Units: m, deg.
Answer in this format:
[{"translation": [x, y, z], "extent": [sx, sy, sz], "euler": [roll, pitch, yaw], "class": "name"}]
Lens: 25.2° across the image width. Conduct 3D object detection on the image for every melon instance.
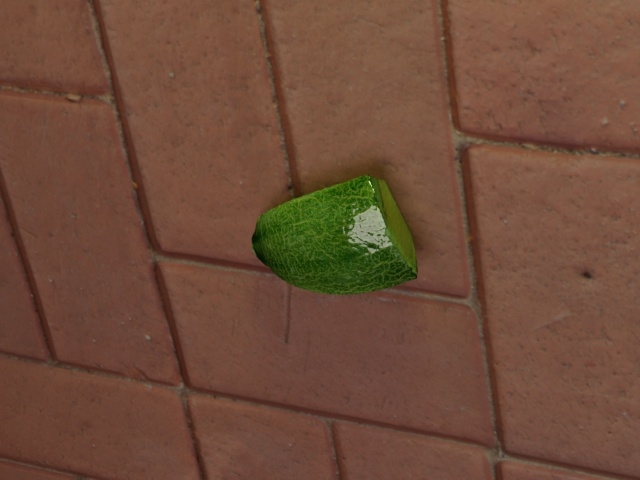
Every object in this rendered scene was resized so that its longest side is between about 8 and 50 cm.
[{"translation": [0.000, 0.000, 2.413], "extent": [0.323, 0.124, 0.196], "euler": [-12, 109, 34], "class": "melon"}]
